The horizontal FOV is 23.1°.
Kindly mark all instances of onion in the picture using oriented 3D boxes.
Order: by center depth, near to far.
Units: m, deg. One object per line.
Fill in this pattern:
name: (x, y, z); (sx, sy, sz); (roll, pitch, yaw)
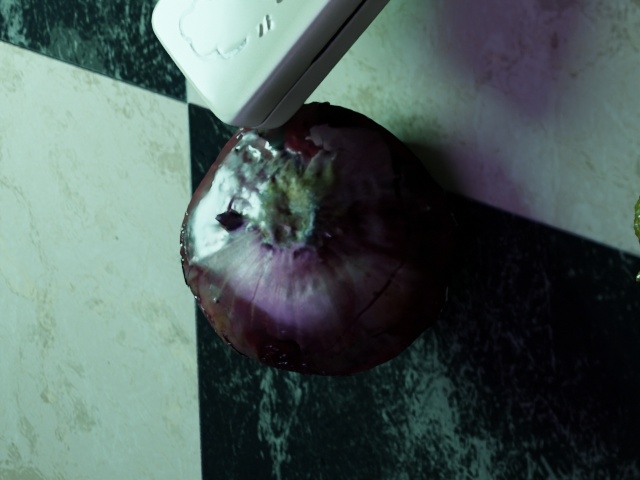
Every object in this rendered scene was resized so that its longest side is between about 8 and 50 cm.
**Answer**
onion: (0.000, 0.000, 1.411); (0.252, 0.219, 0.252); (-1, 86, 14)

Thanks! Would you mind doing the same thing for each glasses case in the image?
glasses case: (0.004, -0.250, 1.271); (0.336, 0.076, 0.144); (-49, 64, 26)

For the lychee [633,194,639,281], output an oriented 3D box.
lychee: (0.293, -0.009, 1.172); (0.114, 0.114, 0.146); (50, 118, 13)
